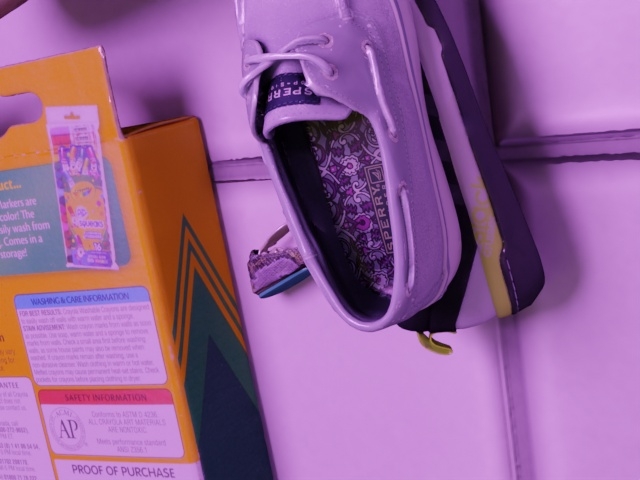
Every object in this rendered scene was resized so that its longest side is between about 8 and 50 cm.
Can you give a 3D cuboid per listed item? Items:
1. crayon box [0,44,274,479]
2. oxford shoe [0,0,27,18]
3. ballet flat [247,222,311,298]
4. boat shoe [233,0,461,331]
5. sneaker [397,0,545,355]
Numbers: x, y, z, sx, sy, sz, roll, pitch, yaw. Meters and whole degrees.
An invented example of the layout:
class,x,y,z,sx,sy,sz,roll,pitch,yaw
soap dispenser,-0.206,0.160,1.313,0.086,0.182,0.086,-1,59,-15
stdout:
class,x,y,z,sx,sy,sz,roll,pitch,yaw
crayon box,-0.160,0.042,0.733,0.203,0.083,0.323,-5,102,30
oxford shoe,-0.079,-0.182,0.585,0.348,0.123,0.130,-22,137,27
ballet flat,0.000,0.000,0.658,0.114,0.041,0.041,-23,92,31
boat shoe,0.005,-0.066,0.509,0.079,0.081,0.228,-15,100,27
sneaker,0.037,-0.051,0.577,0.097,0.084,0.235,-23,93,6
